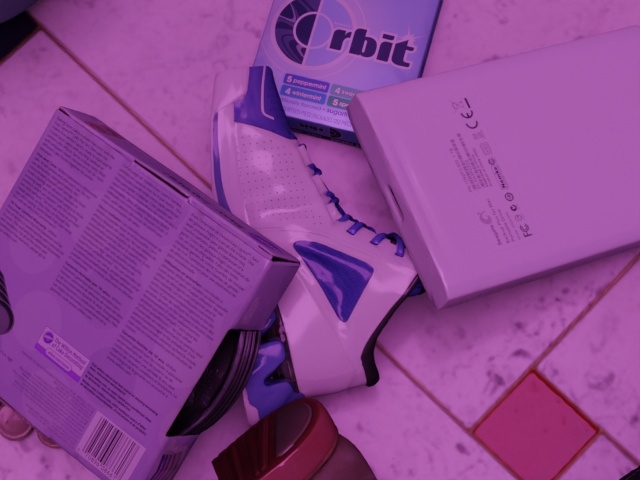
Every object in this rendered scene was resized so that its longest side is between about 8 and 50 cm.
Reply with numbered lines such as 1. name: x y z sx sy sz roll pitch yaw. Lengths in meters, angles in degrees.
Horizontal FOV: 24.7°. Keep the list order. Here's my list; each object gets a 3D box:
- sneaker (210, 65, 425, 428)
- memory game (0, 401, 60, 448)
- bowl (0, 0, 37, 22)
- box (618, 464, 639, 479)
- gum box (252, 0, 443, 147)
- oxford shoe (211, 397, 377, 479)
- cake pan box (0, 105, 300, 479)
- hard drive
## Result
1. sneaker: 0.000 0.001 1.316 0.182 0.127 0.315 -8 81 -4
2. memory game: -0.243 0.100 1.345 0.186 0.012 0.186 -1 74 3
3. bowl: -0.355 -0.324 1.397 0.312 0.163 0.311 -1 74 3
4. box: 0.423 0.335 1.011 0.297 0.472 0.479 -21 74 -4
5. gum box: 0.024 -0.187 1.404 0.157 0.041 0.184 15 74 7
6. oxford shoe: -0.096 0.290 1.230 0.348 0.123 0.130 -39 110 6
7. cake pan box: -0.177 0.054 1.251 0.267 0.070 0.245 33 101 22
8. hard drive: 0.199 -0.073 1.311 0.308 0.040 0.203 -16 72 -24
